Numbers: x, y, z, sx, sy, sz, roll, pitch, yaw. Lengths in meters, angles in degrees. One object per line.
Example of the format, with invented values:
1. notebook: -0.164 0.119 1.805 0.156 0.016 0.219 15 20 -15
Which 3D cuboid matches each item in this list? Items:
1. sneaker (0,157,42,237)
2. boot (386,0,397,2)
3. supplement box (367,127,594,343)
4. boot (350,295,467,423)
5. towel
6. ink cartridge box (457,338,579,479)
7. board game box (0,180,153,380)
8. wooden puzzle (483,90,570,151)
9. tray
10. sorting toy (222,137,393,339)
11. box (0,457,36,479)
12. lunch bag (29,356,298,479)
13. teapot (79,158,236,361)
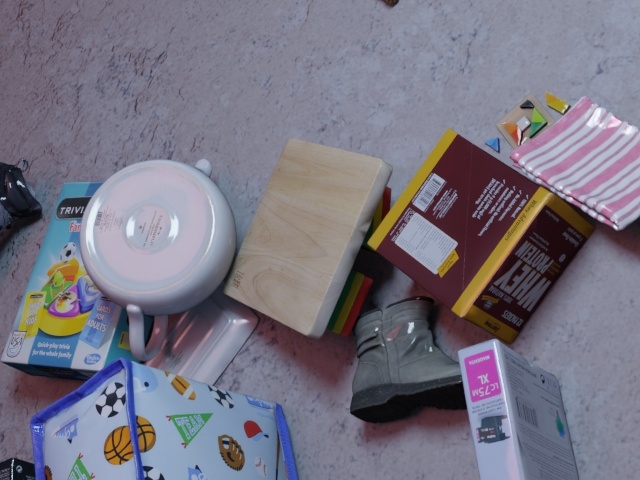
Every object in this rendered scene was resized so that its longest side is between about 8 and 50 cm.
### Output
1. sneaker: -0.593 -0.028 2.177 0.101 0.153 0.269 -134 43 -56
2. boot: 0.122 -0.456 1.840 0.158 0.059 0.084 -55 44 6
3. supplement box: 0.207 -0.006 1.531 0.194 0.129 0.191 40 97 41
4. boot: 0.139 0.142 1.557 0.246 0.083 0.161 -15 57 31
5. towel: 0.355 -0.100 1.482 0.144 0.029 0.197 -37 48 -16
6. ink cartridge box: 0.243 0.284 1.341 0.065 0.185 0.311 -24 59 25
7. board game box: -0.375 0.064 1.963 0.253 0.079 0.336 0 66 37
8. wooden puzzle: 0.282 -0.162 1.617 0.116 0.014 0.078 -48 50 12
9. tray: -0.217 0.188 1.842 0.270 0.030 0.145 -53 48 7
10. sorting toy: 0.000 0.000 1.687 0.257 0.089 0.256 20 87 57
11. box: -0.559 0.486 1.929 0.261 0.103 0.184 -23 56 28
12. lunch bag: -0.187 0.394 1.532 0.239 0.327 0.386 -36 54 28
13. teapot: -0.236 0.013 1.802 0.256 0.187 0.253 -33 69 -2
